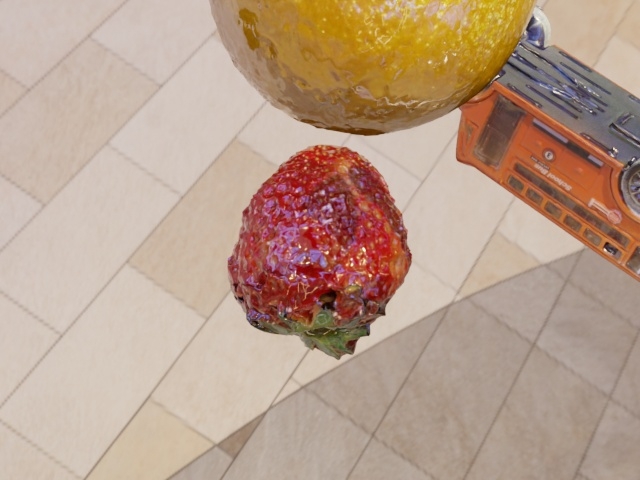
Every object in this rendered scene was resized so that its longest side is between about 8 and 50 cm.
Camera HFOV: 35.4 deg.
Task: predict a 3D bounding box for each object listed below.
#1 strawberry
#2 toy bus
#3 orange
[{"bbox_3d":[0.000,0.000,1.344,0.238,0.250,0.289,14,67,-18],"label":"strawberry"},{"bbox_3d":[0.255,-0.106,1.037,0.329,0.153,0.143,38,45,18],"label":"toy bus"},{"bbox_3d":[0.044,-0.218,0.783,0.274,0.274,0.274,8,61,-15],"label":"orange"}]
